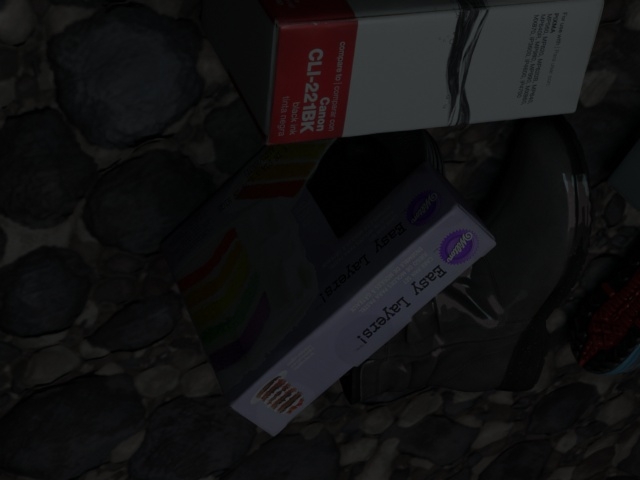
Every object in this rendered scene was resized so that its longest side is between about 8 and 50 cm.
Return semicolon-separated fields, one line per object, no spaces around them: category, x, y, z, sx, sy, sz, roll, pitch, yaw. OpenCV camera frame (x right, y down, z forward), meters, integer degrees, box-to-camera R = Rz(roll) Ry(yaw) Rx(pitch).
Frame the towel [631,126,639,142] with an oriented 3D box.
towel;0.430;-0.086;1.500;0.102;0.021;0.237;-45;130;14

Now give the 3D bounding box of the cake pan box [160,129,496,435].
cake pan box;0.000;0.000;1.227;0.267;0.246;0.070;-41;131;11

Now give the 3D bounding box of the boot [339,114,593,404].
boot;0.132;0.032;1.403;0.222;0.118;0.338;-2;122;-16

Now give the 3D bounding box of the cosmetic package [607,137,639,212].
cosmetic package;0.408;-0.112;1.405;0.117;0.085;0.231;22;109;-36

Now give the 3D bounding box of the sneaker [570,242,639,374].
sneaker;0.393;0.047;1.551;0.262;0.104;0.125;-44;148;23

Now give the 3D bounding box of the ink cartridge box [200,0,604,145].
ink cartridge box;0.060;-0.186;1.141;0.273;0.197;0.114;-8;130;-18
